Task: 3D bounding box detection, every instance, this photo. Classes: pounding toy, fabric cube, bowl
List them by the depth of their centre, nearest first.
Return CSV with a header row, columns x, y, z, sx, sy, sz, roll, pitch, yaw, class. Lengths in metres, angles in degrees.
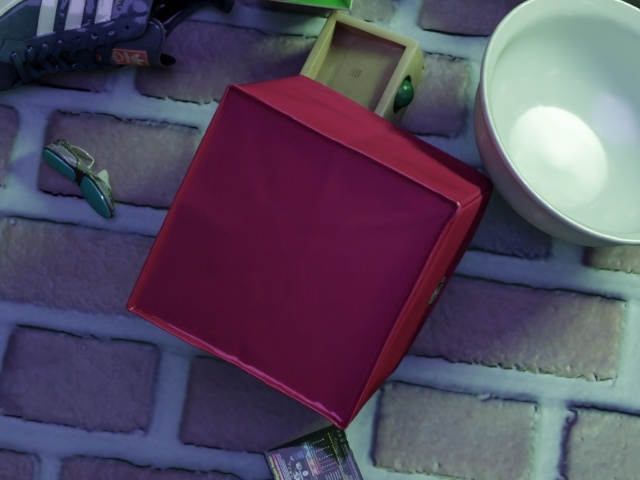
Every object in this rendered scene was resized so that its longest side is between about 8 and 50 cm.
x,y,z,sx,sy,sz,roll,pitch,yaw,class
0.000,0.000,1.540,0.259,0.258,0.254,29,102,8,fabric cube
0.279,-0.110,1.637,0.297,0.134,0.298,9,64,-19,bowl
0.055,-0.162,1.708,0.141,0.100,0.130,23,78,17,pounding toy

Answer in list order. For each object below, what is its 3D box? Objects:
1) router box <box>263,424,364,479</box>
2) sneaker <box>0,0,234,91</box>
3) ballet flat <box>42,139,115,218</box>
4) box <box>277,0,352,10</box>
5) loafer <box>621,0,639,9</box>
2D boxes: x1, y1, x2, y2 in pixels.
x,y,z,sx,sy,sz,roll,pitch,yaw,class
0.002,0.269,1.629,0.092,0.038,0.122,-21,77,-4,router box
-0.254,-0.233,1.703,0.350,0.131,0.148,-34,74,-6,sneaker
-0.264,-0.075,1.717,0.114,0.041,0.041,44,82,9,ballet flat
-0.003,-0.389,1.639,0.126,0.231,0.262,8,102,0,box
0.269,-0.304,1.723,0.319,0.112,0.111,21,83,14,loafer
